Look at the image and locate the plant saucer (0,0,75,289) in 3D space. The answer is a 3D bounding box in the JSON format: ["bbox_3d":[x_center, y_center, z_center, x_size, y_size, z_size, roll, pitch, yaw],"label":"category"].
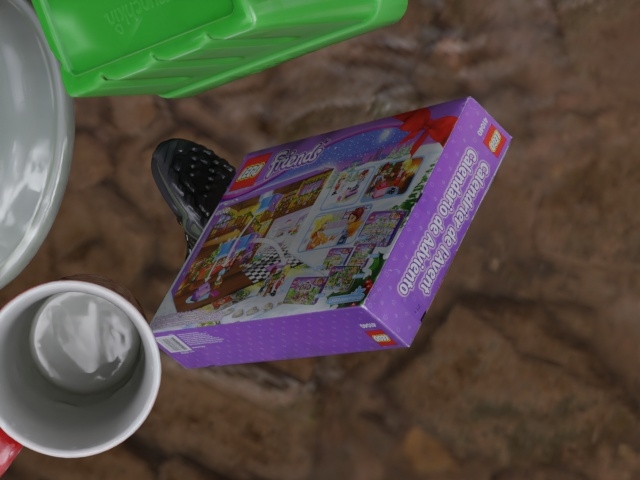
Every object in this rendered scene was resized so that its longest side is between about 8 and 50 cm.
[{"bbox_3d":[-0.462,-0.124,2.031,0.401,0.101,0.400,-4,84,40],"label":"plant saucer"}]

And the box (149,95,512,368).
[{"bbox_3d":[0.000,0.000,1.345,0.057,0.201,0.293,42,151,-26],"label":"box"}]

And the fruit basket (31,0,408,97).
[{"bbox_3d":[-0.070,-0.312,1.656,0.392,0.392,0.282,-17,98,28],"label":"fruit basket"}]

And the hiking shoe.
[{"bbox_3d":[-0.108,0.007,1.655,0.114,0.086,0.227,-25,104,43],"label":"hiking shoe"}]

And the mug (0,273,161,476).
[{"bbox_3d":[-0.180,0.081,1.132,0.150,0.169,0.113,-23,96,-2],"label":"mug"}]
